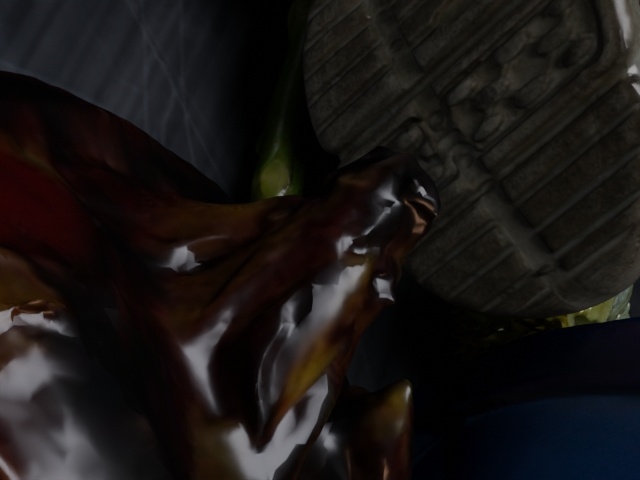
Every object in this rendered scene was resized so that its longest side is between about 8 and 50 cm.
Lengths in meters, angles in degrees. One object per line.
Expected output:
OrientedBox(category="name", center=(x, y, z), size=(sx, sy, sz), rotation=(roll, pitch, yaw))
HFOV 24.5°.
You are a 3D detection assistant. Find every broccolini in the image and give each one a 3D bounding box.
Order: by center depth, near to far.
OrientedBox(category="broccolini", center=(-0.005, 0.001, 0.733), size=(0.074, 0.079, 0.392), rotation=(82, 16, -54))

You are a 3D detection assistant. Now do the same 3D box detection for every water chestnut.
OrientedBox(category="water chestnut", center=(-0.077, 0.070, 0.467), size=(0.300, 0.300, 0.300), rotation=(21, 58, -38))

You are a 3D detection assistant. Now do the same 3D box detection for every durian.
OrientedBox(category="durian", center=(0.135, 0.054, 0.830), size=(0.208, 0.102, 0.146), rotation=(47, 43, -54))

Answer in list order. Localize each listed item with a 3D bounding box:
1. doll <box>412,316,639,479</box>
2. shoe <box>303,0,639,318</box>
OrientedBox(category="doll", center=(0.144, 0.169, 0.596), size=(0.240, 0.284, 0.310), rotation=(-50, 143, -53))
OrientedBox(category="shoe", center=(0.100, -0.134, 0.745), size=(0.198, 0.172, 0.351), rotation=(-1, 69, -51))
